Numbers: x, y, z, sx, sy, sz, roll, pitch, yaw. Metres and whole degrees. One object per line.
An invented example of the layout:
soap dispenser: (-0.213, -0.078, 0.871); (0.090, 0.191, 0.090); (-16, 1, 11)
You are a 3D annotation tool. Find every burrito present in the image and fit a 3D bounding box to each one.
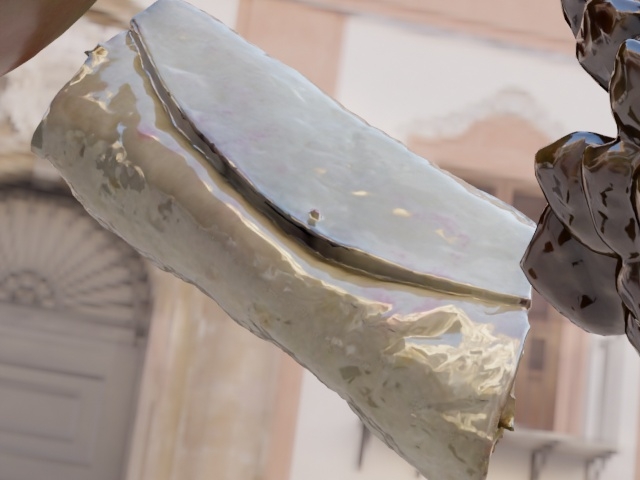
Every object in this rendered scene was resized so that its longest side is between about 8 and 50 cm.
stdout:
burrito: (-0.002, 0.001, 0.869); (0.299, 0.143, 0.105); (36, -48, 19)

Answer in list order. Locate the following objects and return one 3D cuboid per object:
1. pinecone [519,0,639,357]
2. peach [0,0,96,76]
pinecone: (0.159, -0.034, 0.391); (0.202, 0.201, 0.229); (26, -21, -20)
peach: (-0.174, -0.195, 0.679); (0.292, 0.292, 0.247); (19, 0, -32)
